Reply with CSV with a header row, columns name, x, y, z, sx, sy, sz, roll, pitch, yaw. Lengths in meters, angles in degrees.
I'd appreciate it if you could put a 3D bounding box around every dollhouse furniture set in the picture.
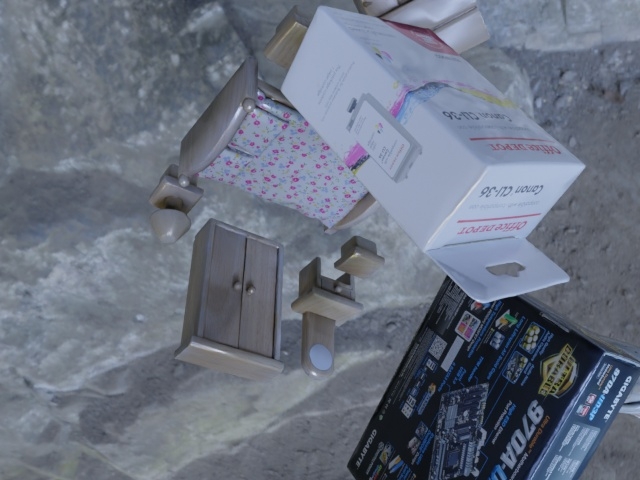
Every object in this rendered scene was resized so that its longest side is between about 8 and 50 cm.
name,x,y,z,sx,sy,sz,roll,pitch,yaw
dollhouse furniture set,0.000,0.000,0.701,0.355,0.303,0.174,-40,39,42

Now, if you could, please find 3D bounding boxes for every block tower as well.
name,x,y,z,sx,sy,sz,roll,pitch,yaw
block tower,0.087,-0.258,0.726,0.097,0.091,0.335,-25,22,9

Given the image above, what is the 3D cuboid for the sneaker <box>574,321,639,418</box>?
name,x,y,z,sx,sy,sz,roll,pitch,yaw
sneaker,0.358,0.160,0.732,0.262,0.121,0.099,12,91,12

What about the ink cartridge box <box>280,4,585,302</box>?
name,x,y,z,sx,sy,sz,roll,pitch,yaw
ink cartridge box,0.079,-0.059,0.422,0.198,0.115,0.067,52,128,28

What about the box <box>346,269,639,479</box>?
name,x,y,z,sx,sy,sz,roll,pitch,yaw
box,0.122,0.145,0.540,0.220,0.051,0.175,-64,30,7
